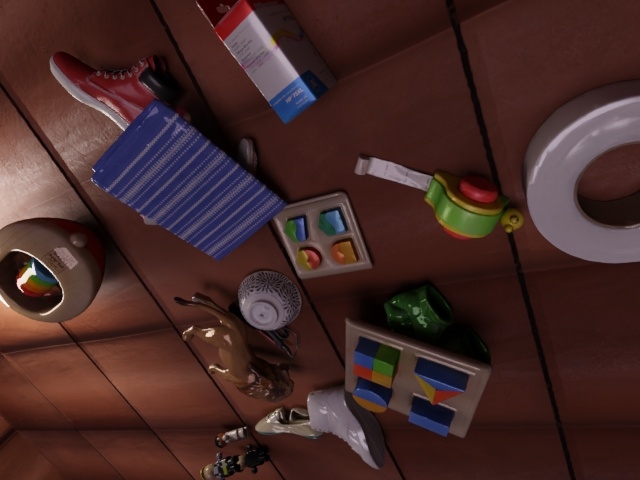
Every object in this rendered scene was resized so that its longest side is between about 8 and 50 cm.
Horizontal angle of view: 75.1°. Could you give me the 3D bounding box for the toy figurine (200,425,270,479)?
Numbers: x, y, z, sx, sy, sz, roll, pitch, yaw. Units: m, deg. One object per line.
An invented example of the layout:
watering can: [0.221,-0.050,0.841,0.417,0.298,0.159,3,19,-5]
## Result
toy figurine: [-0.297,0.781,1.450,0.148,0.213,0.209,-26,112,16]

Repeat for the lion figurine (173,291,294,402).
lion figurine: [-0.229,0.300,1.132,0.240,0.142,0.392,10,142,34]

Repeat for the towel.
towel: [-0.272,-0.109,0.880,0.243,0.040,0.336,-36,124,24]

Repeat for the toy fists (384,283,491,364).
toy fists: [0.263,0.230,0.971,0.279,0.096,0.142,46,129,-14]

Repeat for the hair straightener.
hair straightener: [-0.145,0.235,1.142,0.230,0.047,0.089,45,124,-5]

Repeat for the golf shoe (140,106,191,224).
golf shoe: [-0.309,-0.148,0.933,0.140,0.115,0.306,19,129,-12]

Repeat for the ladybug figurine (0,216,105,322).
ladybug figurine: [-0.764,0.074,1.186,0.450,0.162,0.305,-24,110,31]

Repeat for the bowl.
bowl: [-0.137,0.169,1.056,0.170,0.080,0.170,2,112,6]

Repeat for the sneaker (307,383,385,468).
sneaker: [0.072,0.560,1.253,0.169,0.108,0.292,-20,104,30]

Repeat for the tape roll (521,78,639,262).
tape roll: [0.486,-0.103,0.674,0.287,0.100,0.286,9,123,14]

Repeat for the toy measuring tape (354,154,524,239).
toy measuring tape: [0.215,-0.080,0.776,0.331,0.121,0.121,19,126,7]

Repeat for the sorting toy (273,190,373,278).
sorting toy: [0.000,0.000,0.948,0.193,0.038,0.208,-12,117,25]

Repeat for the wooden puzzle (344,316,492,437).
wooden puzzle: [0.201,0.346,0.981,0.323,0.080,0.347,15,137,20]

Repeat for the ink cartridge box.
ink cartridge box: [-0.082,-0.330,0.704,0.078,0.134,0.231,-28,110,32]

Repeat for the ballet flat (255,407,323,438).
ballet flat: [-0.102,0.580,1.345,0.249,0.086,0.086,-6,119,21]

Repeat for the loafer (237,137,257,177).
loafer: [-0.156,-0.163,0.904,0.045,0.039,0.125,38,131,35]

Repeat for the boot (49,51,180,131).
boot: [-0.413,-0.341,0.848,0.244,0.088,0.176,36,125,-14]
